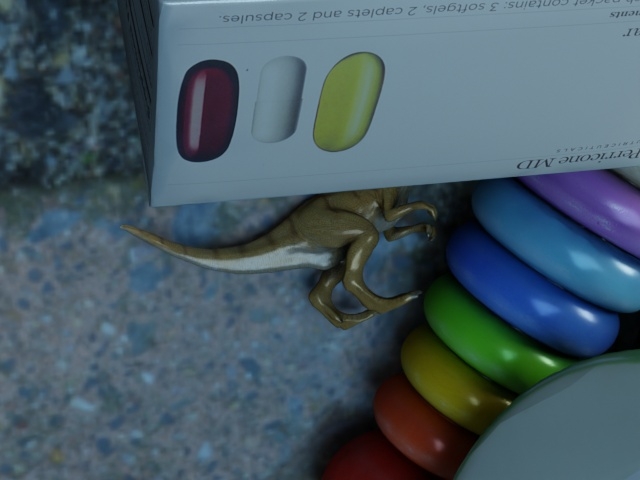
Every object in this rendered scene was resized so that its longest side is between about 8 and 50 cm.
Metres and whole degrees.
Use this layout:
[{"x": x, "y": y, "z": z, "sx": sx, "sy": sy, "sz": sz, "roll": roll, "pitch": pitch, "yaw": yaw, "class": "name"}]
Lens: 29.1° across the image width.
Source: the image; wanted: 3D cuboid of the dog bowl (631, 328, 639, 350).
[{"x": 0.411, "y": 0.119, "z": 0.812, "sx": 0.408, "sy": 0.150, "sz": 0.408, "roll": -7, "pitch": 115, "yaw": -16, "class": "dog bowl"}]

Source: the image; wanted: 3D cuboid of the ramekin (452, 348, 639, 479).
[{"x": 0.191, "y": 0.199, "z": 0.629, "sx": 0.148, "sy": 0.303, "sz": 0.303, "roll": 18, "pitch": 103, "yaw": -38, "class": "ramekin"}]

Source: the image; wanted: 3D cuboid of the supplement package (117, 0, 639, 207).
[{"x": 0.035, "y": -0.146, "z": 0.593, "sx": 0.261, "sy": 0.204, "sz": 0.145, "roll": -6, "pitch": 150, "yaw": -13, "class": "supplement package"}]

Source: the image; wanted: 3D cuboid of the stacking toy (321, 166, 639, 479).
[{"x": 0.104, "y": 0.064, "z": 0.747, "sx": 0.141, "sy": 0.141, "sz": 0.330, "roll": 28, "pitch": 103, "yaw": -21, "class": "stacking toy"}]

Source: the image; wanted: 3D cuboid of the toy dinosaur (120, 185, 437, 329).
[{"x": 0.000, "y": 0.000, "z": 0.742, "sx": 0.211, "sy": 0.064, "sz": 0.112, "roll": -26, "pitch": 88, "yaw": -11, "class": "toy dinosaur"}]
